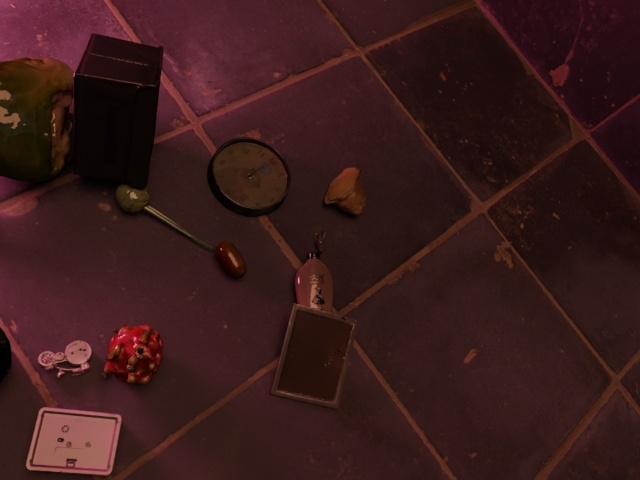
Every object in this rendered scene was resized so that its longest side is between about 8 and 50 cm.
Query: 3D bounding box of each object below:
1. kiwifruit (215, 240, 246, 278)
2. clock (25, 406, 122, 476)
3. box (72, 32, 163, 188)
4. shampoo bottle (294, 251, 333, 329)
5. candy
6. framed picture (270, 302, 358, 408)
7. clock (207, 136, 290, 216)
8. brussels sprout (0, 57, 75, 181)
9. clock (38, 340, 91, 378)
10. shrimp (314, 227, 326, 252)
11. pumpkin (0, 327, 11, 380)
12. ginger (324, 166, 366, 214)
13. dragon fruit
[{"bbox_3d":[-0.273,0.059,1.783,0.075,0.075,0.124,-27,84,-30],"label":"kiwifruit"},{"bbox_3d":[-0.605,0.500,1.453,0.197,0.063,0.150,11,63,-17],"label":"clock"},{"bbox_3d":[-0.570,-0.364,1.666,0.204,0.345,0.251,8,41,-16],"label":"box"},{"bbox_3d":[-0.018,0.160,1.838,0.127,0.078,0.257,3,68,-16],"label":"shampoo bottle"},{"bbox_3d":[-0.464,-0.063,1.774,0.335,0.093,0.092,35,101,-14],"label":"candy"},{"bbox_3d":[-0.016,0.343,1.747,0.216,0.016,0.274,17,81,-14],"label":"framed picture"},{"bbox_3d":[-0.230,-0.214,1.938,0.280,0.055,0.281,8,65,-18],"label":"clock"},{"bbox_3d":[-0.832,-0.348,1.624,0.314,0.276,0.371,21,60,-16],"label":"brussels sprout"},{"bbox_3d":[-0.661,0.311,1.529,0.129,0.041,0.087,-9,67,-30],"label":"clock"},{"bbox_3d":[-0.003,-0.003,1.952,0.038,0.029,0.092,14,57,-7],"label":"shrimp"},{"bbox_3d":[-0.859,0.280,1.391,0.233,0.163,0.233,13,65,-29],"label":"pumpkin"},{"bbox_3d":[0.110,-0.173,2.046,0.122,0.115,0.193,43,48,-24],"label":"ginger"},{"bbox_3d":[-0.486,0.298,1.530,0.160,0.172,0.166,44,59,1],"label":"dragon fruit"}]
